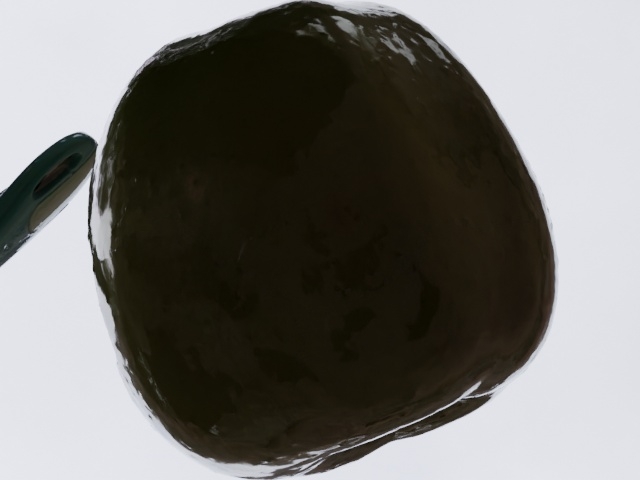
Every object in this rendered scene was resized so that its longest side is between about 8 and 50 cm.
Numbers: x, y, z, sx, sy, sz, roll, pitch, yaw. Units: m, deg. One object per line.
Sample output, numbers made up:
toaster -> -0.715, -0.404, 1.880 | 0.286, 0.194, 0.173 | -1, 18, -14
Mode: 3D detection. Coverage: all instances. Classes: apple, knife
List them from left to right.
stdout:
knife -> -0.223, 0.005, 1.038 | 0.222, 0.031, 0.064 | -45, -18, -26
apple -> 0.000, 0.000, 0.894 | 0.279, 0.279, 0.279 | -9, -75, -35
